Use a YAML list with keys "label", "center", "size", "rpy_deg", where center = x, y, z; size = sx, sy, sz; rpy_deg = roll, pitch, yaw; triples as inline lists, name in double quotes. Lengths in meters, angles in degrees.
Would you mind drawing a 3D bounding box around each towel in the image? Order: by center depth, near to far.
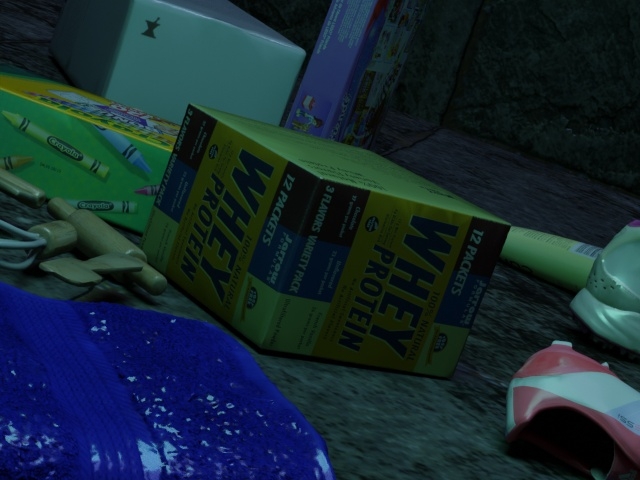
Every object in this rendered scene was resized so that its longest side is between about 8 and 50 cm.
- label: "towel"
  center: [-0.154, 0.071, 0.795]
  size: [0.308, 0.076, 0.228]
  rpy_deg: [13, 11, -31]

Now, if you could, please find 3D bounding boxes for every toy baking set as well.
- label: "toy baking set"
  center: [-0.209, -0.004, 1.156]
  size: [0.256, 0.030, 0.197]
  rpy_deg: [33, 12, 40]

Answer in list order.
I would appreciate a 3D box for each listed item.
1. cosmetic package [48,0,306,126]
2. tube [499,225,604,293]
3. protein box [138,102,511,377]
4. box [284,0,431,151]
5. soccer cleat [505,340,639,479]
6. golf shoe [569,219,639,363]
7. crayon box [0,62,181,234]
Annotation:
- label: "cosmetic package"
  center: [-0.204, -0.252, 2.107]
  size: [0.230, 0.161, 0.453]
  rpy_deg: [16, 11, -20]
- label: "tube"
  center: [0.253, 0.014, 1.892]
  size: [0.240, 0.062, 0.070]
  rpy_deg: [21, -34, 35]
- label: "protein box"
  center: [0.000, 0.000, 1.267]
  size: [0.200, 0.136, 0.201]
  rpy_deg: [12, 12, -38]
- label: "box"
  center: [0.043, -0.205, 1.954]
  size: [0.057, 0.293, 0.201]
  rpy_deg: [25, 11, 17]
- label: "soccer cleat"
  center: [0.247, 0.156, 1.131]
  size: [0.248, 0.083, 0.095]
  rpy_deg: [26, 41, 5]
- label: "golf shoe"
  center: [0.412, 0.077, 1.621]
  size: [0.306, 0.140, 0.115]
  rpy_deg: [18, 9, -14]
- label: "crayon box"
  center: [-0.197, -0.077, 1.449]
  size: [0.278, 0.081, 0.165]
  rpy_deg: [20, 10, 3]
